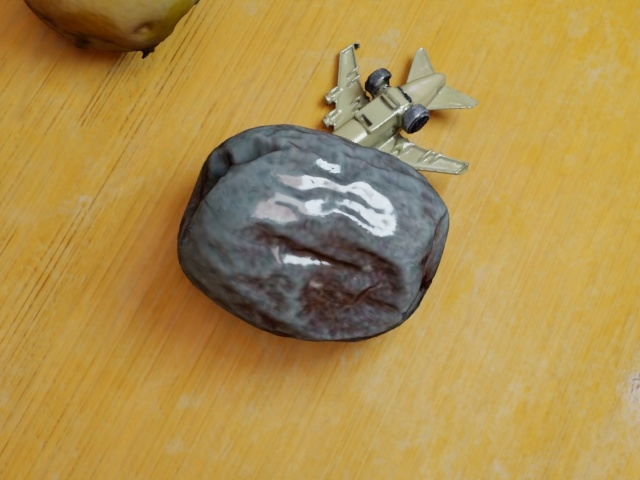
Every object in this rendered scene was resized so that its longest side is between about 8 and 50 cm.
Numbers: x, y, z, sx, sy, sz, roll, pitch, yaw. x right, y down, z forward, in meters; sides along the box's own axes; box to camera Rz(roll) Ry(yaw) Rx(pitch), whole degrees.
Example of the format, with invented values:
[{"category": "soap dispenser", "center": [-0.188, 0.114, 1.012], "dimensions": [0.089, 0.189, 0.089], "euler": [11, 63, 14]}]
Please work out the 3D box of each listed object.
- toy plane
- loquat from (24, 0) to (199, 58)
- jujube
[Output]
[{"category": "toy plane", "center": [0.074, -0.152, 1.091], "dimensions": [0.256, 0.104, 0.242], "euler": [-33, 72, -21]}, {"category": "loquat", "center": [-0.256, -0.345, 0.993], "dimensions": [0.244, 0.244, 0.243], "euler": [2, 79, -10]}, {"category": "jujube", "center": [0.001, -0.006, 0.977], "dimensions": [0.308, 0.215, 0.246], "euler": [24, 112, -18]}]
